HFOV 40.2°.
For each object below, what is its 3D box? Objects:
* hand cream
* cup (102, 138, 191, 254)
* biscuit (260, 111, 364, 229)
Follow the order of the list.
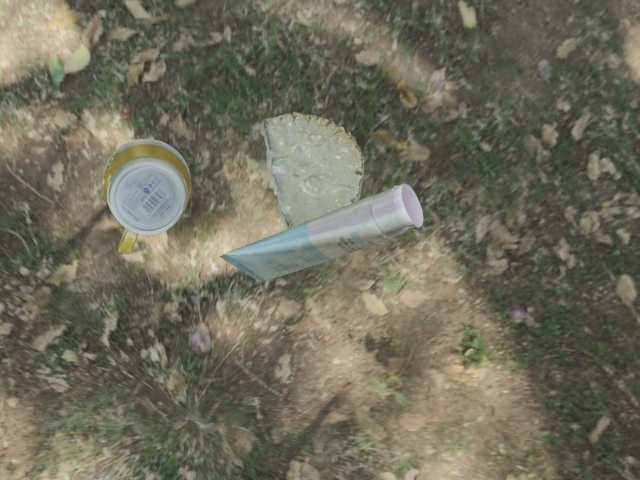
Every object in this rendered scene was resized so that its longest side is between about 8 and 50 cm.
[{"bbox_3d":[0.000,0.000,1.321,0.312,0.111,0.070,-23,56,26],"label":"hand cream"},{"bbox_3d":[-0.362,-0.079,1.787,0.185,0.226,0.241,19,98,-15],"label":"cup"},{"bbox_3d":[-0.012,-0.126,1.535,0.179,0.084,0.281,-24,58,5],"label":"biscuit"}]
